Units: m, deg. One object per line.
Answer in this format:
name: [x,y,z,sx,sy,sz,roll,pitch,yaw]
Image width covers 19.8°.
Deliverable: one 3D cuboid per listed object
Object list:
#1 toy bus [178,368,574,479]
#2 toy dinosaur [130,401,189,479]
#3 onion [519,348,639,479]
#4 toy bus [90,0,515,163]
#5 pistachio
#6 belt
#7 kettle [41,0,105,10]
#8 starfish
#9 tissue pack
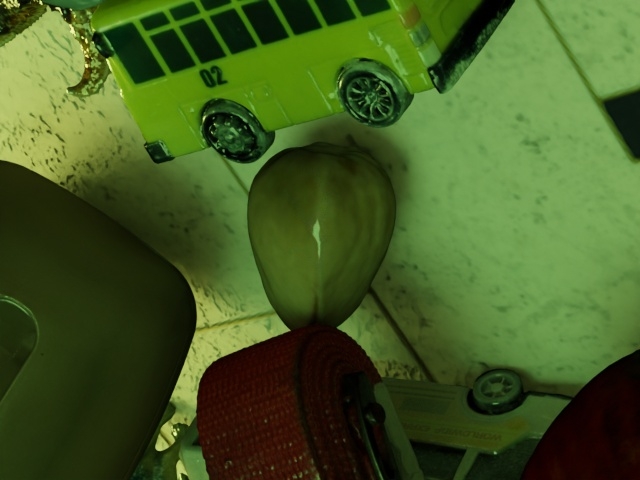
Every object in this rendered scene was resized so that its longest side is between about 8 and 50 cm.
toy bus: [0.058,0.171,1.455,0.343,0.138,0.097,5,130,31]
toy dinosaur: [-0.166,0.225,1.647,0.363,0.147,0.076,43,137,-8]
onion: [0.291,0.210,1.222,0.341,0.341,0.341,18,136,19]
toy bus: [-0.022,-0.152,1.222,0.262,0.128,0.150,-12,119,38]
pistachio: [0.000,0.000,1.355,0.108,0.126,0.185,-2,144,-4]
belt: [0.003,0.162,1.329,0.124,0.128,0.200,-24,84,33]
kettle: [-0.159,-0.314,1.104,0.319,0.247,0.342,-29,113,12]
starfish: [-0.223,-0.214,1.350,0.216,0.071,0.238,-24,102,50]
tissue pack: [-0.279,0.139,1.434,0.267,0.387,0.277,33,180,3]
